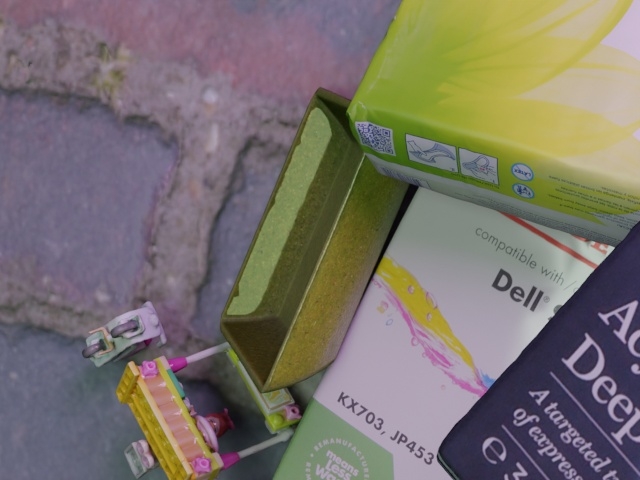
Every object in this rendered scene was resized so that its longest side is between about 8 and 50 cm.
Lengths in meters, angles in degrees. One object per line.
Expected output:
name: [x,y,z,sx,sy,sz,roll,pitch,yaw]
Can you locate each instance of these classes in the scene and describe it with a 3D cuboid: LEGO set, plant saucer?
LEGO set: [-0.069,0.176,1.152,0.132,0.107,0.287,-21,89,60]
plant saucer: [0.000,0.000,1.053,0.045,0.188,0.188,21,95,-16]

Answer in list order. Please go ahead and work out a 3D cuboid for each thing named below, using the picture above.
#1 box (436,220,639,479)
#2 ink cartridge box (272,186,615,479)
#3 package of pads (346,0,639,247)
box: [0.304,0.067,0.710,0.293,0.212,0.395,50,115,26]
ink cartridge box: [0.141,0.054,1.007,0.207,0.119,0.353,32,106,22]
package of pads: [0.180,-0.143,0.918,0.229,0.101,0.296,18,71,22]
